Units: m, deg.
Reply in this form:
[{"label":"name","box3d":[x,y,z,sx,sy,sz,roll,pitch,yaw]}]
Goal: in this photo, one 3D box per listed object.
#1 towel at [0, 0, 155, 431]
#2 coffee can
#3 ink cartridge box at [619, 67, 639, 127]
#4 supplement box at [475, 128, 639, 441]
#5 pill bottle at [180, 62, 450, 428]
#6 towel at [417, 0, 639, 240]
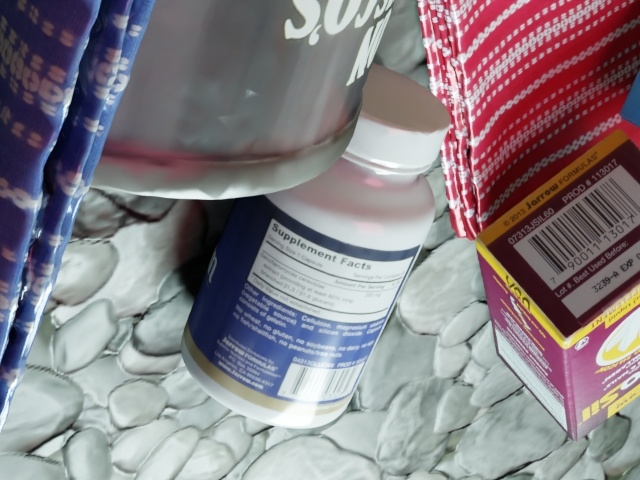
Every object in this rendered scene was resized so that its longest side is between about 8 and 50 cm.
[{"label":"towel","box3d":[-0.158,-0.092,0.493,0.040,0.243,0.336,-30,148,-54]},{"label":"coffee can","box3d":[-0.042,-0.181,0.536,0.201,0.201,0.275,-5,128,-37]},{"label":"ink cartridge box","box3d":[0.307,-0.129,0.877,0.168,0.171,0.233,4,114,-48]},{"label":"supplement box","box3d":[0.158,0.032,0.963,0.104,0.081,0.188,-36,155,-6]},{"label":"pill bottle","box3d":[0.000,0.000,0.825,0.094,0.094,0.169,-1,125,-40]},{"label":"towel","box3d":[0.140,-0.130,0.876,0.198,0.031,0.275,-31,140,-15]}]
